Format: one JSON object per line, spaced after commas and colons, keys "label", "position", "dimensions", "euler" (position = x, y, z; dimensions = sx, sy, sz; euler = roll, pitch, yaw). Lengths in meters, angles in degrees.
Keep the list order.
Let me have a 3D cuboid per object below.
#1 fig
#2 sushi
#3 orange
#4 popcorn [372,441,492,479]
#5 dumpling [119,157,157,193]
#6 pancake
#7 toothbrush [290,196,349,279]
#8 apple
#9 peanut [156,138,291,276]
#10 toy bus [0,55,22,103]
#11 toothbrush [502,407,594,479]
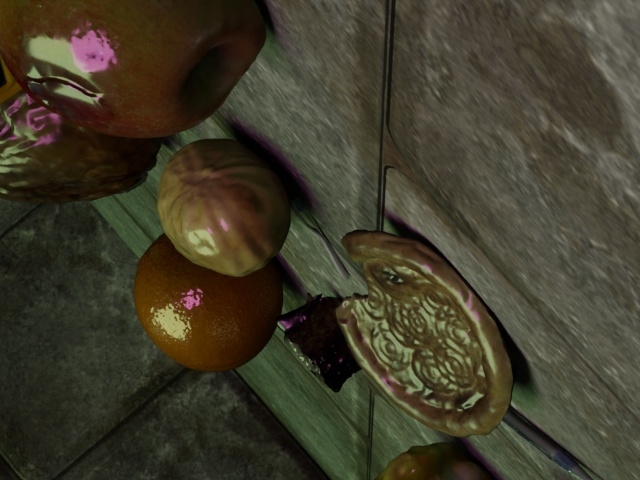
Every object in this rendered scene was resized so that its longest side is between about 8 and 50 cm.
{"label": "fig", "position": [-0.365, -0.120, 2.117], "dimensions": [0.286, 0.368, 0.286], "euler": [49, 173, 8]}
{"label": "sushi", "position": [0.011, 0.120, 2.163], "dimensions": [0.098, 0.084, 0.094], "euler": [49, 175, 35]}
{"label": "orange", "position": [-0.144, 0.074, 2.374], "dimensions": [0.206, 0.206, 0.206], "euler": [48, 171, 11]}
{"label": "popcorn", "position": [0.133, 0.426, 2.182], "dimensions": [0.334, 0.292, 0.293], "euler": [46, 166, -8]}
{"label": "dumpling", "position": [-0.361, -0.147, 2.397], "dimensions": [0.212, 0.320, 0.270], "euler": [-32, 90, 48]}
{"label": "pancake", "position": [0.091, 0.086, 1.648], "dimensions": [0.212, 0.029, 0.235], "euler": [35, 146, 30]}
{"label": "toothbrush", "position": [0.000, 0.000, 1.964], "dimensions": [0.131, 0.013, 0.011], "euler": [56, 179, -39]}
{"label": "apple", "position": [-0.160, -0.183, 1.483], "dimensions": [0.188, 0.207, 0.174], "euler": [35, -156, 30]}
{"label": "peanut", "position": [-0.108, -0.040, 1.974], "dimensions": [0.147, 0.147, 0.319], "euler": [51, 177, -7]}
{"label": "toy bus", "position": [-0.443, -0.335, 1.883], "dimensions": [0.440, 0.249, 0.209], "euler": [43, 160, 27]}
{"label": "toothbrush", "position": [0.225, 0.203, 1.699], "dimensions": [0.019, 0.016, 0.219], "euler": [46, 174, -39]}
